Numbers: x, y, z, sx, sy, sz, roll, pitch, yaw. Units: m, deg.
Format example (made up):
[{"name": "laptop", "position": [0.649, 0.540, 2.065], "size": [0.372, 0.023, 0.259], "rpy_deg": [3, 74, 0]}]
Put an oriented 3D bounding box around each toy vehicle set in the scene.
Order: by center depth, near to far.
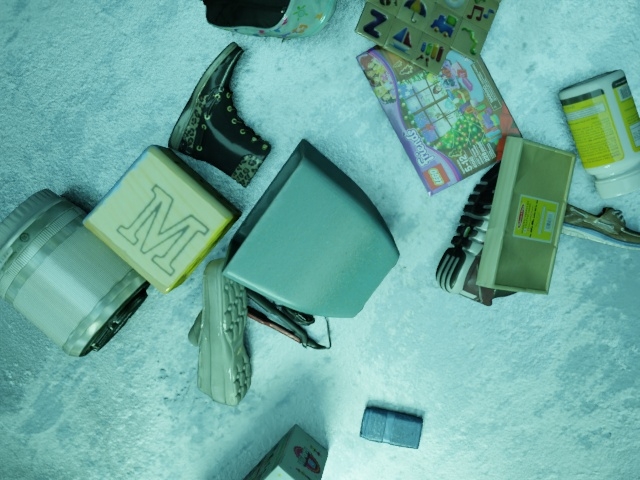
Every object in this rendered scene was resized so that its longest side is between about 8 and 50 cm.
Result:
[{"name": "toy vehicle set", "position": [0.369, -0.040, 1.711], "size": [0.166, 0.035, 0.266], "rpy_deg": [10, 93, -40]}]

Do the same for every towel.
[{"name": "towel", "position": [0.139, 0.367, 1.882], "size": [0.120, 0.029, 0.067], "rpy_deg": [11, 100, 5]}]

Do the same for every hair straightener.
[{"name": "hair straightener", "position": [-0.072, 0.137, 1.856], "size": [0.230, 0.047, 0.089], "rpy_deg": [31, 101, 2]}]

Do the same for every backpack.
[{"name": "backpack", "position": [-0.072, -0.458, 1.656], "size": [0.191, 0.254, 0.225], "rpy_deg": [0, 102, -37]}]

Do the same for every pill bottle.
[{"name": "pill bottle", "position": [0.512, -0.188, 1.708], "size": [0.119, 0.119, 0.208], "rpy_deg": [-19, 96, 9]}]

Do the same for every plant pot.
[{"name": "plant pot", "position": [0.000, 0.000, 1.736], "size": [0.252, 0.247, 0.247], "rpy_deg": [34, 101, -9]}]

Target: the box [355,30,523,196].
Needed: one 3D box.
[{"name": "box", "position": [0.221, -0.255, 1.757], "size": [0.201, 0.057, 0.293], "rpy_deg": [-28, 95, 10]}]

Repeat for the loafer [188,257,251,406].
[{"name": "loafer", "position": [-0.201, 0.175, 1.815], "size": [0.112, 0.112, 0.319], "rpy_deg": [11, 119, 19]}]

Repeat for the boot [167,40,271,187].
[{"name": "boot", "position": [-0.157, -0.230, 1.789], "size": [0.179, 0.085, 0.236], "rpy_deg": [32, 107, -2]}]

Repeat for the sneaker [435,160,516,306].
[{"name": "sneaker", "position": [0.340, -0.006, 1.780], "size": [0.163, 0.106, 0.281], "rpy_deg": [29, 92, -23]}]

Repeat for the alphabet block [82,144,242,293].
[{"name": "alphabet block", "position": [-0.283, -0.041, 1.768], "size": [0.197, 0.192, 0.193], "rpy_deg": [42, 94, -1]}]

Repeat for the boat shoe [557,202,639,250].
[{"name": "boat shoe", "position": [0.525, -0.027, 1.759], "size": [0.183, 0.066, 0.066], "rpy_deg": [12, 99, 4]}]

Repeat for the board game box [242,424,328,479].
[{"name": "board game box", "position": [-0.129, 0.518, 1.835], "size": [0.097, 0.224, 0.303], "rpy_deg": [42, 101, -1]}]

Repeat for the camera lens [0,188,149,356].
[{"name": "camera lens", "position": [-0.473, 0.065, 1.798], "size": [0.274, 0.219, 0.219], "rpy_deg": [41, 101, -2]}]

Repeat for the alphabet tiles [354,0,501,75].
[{"name": "alphabet tiles", "position": [0.196, -0.477, 1.671], "size": [0.285, 0.011, 0.342], "rpy_deg": [24, 85, -18]}]
